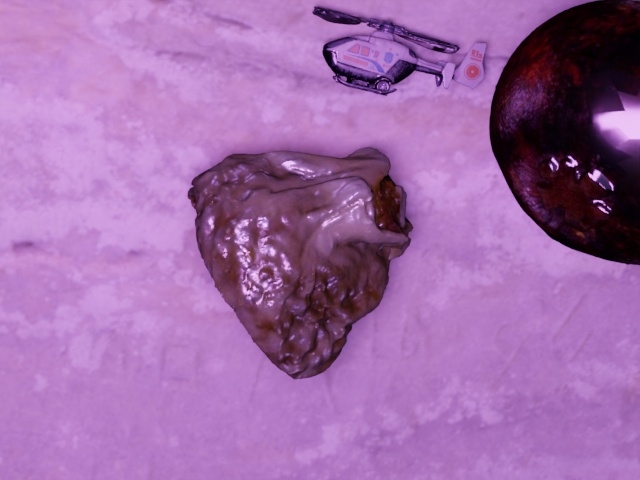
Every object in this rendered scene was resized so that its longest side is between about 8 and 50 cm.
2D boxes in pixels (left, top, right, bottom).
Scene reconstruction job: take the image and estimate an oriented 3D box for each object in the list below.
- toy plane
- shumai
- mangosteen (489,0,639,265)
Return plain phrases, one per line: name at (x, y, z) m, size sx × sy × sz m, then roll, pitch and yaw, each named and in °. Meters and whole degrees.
toy plane at (0.081, -0.193, 1.848) m, size 0.197 × 0.053 × 0.078 m, roll 11°, pitch 96°, yaw -8°
shumai at (-0.002, 0.001, 1.823) m, size 0.218 × 0.189 × 0.256 m, roll -32°, pitch 114°, yaw 4°
mangosteen at (0.328, -0.119, 1.798) m, size 0.297 × 0.293 × 0.297 m, roll 10°, pitch 117°, yaw 21°
